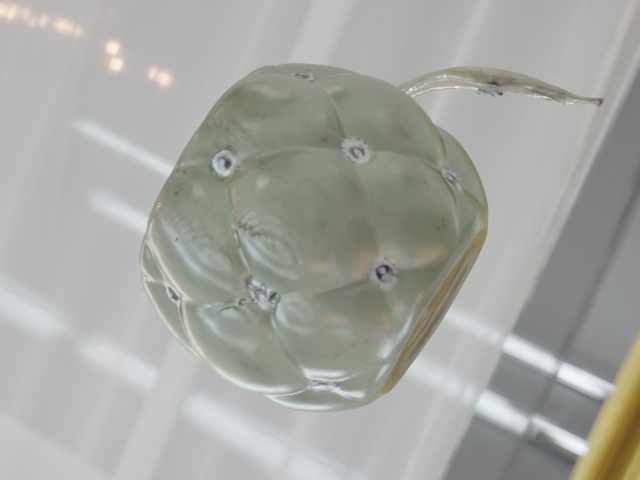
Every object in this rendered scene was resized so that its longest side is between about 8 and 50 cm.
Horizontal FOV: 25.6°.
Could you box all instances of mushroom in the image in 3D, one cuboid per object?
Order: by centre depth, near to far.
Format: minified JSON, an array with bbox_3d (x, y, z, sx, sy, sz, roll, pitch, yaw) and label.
[{"bbox_3d":[0.139,-0.149,1.455,0.306,0.043,0.068,-4,165,36],"label":"mushroom"}]

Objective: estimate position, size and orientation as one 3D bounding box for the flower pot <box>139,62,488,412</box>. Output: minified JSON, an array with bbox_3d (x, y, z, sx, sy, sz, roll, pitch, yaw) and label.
[{"bbox_3d":[0.000,0.000,0.992,0.195,0.246,0.246,31,-170,10],"label":"flower pot"}]
